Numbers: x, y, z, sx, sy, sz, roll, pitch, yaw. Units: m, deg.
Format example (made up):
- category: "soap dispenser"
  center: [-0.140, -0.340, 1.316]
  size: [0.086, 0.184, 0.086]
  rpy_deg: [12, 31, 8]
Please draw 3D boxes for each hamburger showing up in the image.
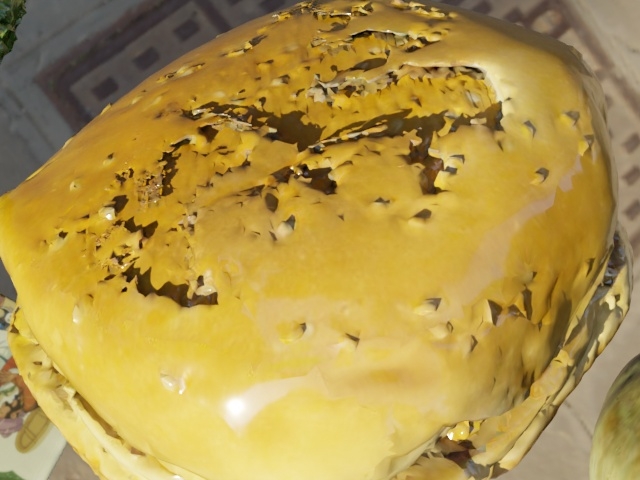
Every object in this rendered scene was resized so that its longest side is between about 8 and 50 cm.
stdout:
- category: "hamburger"
  center: [-0.007, 0.003, 0.518]
  size: [0.304, 0.284, 0.174]
  rpy_deg: [-45, 140, -33]

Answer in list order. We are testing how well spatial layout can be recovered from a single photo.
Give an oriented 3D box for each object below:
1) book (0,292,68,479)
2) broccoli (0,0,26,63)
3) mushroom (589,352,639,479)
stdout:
- category: "book"
  center: [-0.366, 0.189, 1.059]
  size: [0.202, 0.027, 0.264]
  rpy_deg: [32, 65, -14]
- category: "broccoli"
  center: [-0.191, -0.147, 0.324]
  size: [0.269, 0.270, 0.270]
  rpy_deg: [5, 78, -24]
- category: "mushroom"
  center: [0.353, 0.169, 0.680]
  size: [0.352, 0.352, 0.261]
  rpy_deg: [-4, 105, -18]
